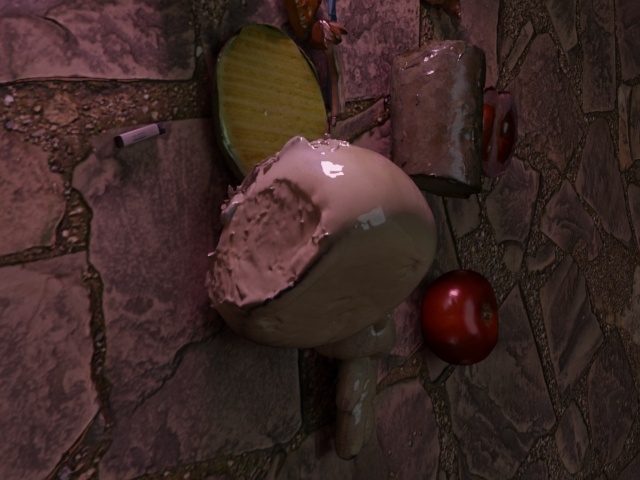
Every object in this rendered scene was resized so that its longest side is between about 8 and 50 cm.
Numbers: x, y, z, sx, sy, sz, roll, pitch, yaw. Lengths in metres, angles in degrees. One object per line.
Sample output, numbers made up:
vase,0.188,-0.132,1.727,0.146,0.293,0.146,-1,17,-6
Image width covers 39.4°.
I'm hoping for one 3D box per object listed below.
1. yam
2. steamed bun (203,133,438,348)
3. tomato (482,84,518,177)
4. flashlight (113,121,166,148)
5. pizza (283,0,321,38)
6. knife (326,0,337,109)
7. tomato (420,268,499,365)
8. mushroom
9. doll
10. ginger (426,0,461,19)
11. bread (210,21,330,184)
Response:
yam,0.227,-0.239,1.749,0.195,0.195,0.300,15,75,-52
steamed bun,0.000,0.000,1.345,0.312,0.334,0.233,29,31,-56
tomato,0.345,-0.237,1.971,0.228,0.112,0.199,6,89,-54
flashlight,-0.248,-0.146,1.234,0.083,0.018,0.018,-31,111,-50
pizza,-0.031,-0.446,1.539,0.131,0.041,0.178,-45,129,-51
knife,0.021,-0.391,1.594,0.044,0.019,0.313,-17,111,-69
tomato,0.281,0.156,1.816,0.195,0.136,0.195,15,71,-53
mushroom,0.023,-0.292,1.555,0.060,0.061,0.187,-19,102,-40
doll,0.050,0.231,1.530,0.149,0.175,0.278,3,93,-16
ginger,0.257,-0.592,1.941,0.133,0.059,0.214,4,81,-45
bread,-0.082,-0.208,1.446,0.301,0.045,0.301,14,74,-55
